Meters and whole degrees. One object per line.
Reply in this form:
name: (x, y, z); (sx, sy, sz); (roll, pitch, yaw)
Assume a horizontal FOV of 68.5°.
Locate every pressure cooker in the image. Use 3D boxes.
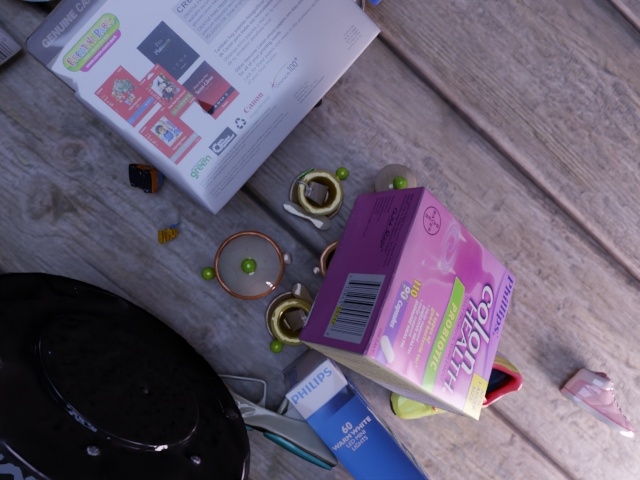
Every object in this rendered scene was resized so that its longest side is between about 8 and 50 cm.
pressure cooker: (-0.335, 0.287, 0.496); (0.420, 0.376, 0.370); (-50, 57, 4)

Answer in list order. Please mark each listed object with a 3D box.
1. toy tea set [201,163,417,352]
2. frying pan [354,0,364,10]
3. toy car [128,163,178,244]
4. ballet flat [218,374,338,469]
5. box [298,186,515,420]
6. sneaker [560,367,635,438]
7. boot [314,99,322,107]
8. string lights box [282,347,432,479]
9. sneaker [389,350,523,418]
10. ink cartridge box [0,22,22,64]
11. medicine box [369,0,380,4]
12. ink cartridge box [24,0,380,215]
toy tea set: (0.000, 0.000, 0.680); (0.200, 0.124, 0.336); (42, 84, -4)
frying pan: (-0.011, -0.450, 0.736); (0.198, 0.053, 0.325); (13, 89, -8)
toy car: (-0.249, -0.059, 0.708); (0.041, 0.060, 0.121); (-27, 114, -49)
ballet flat: (-0.079, 0.253, 0.690); (0.249, 0.086, 0.086); (24, 86, -4)
box: (0.127, 0.087, 0.623); (0.243, 0.117, 0.213); (37, 66, -34)
sneaker: (0.464, 0.258, 0.761); (0.134, 0.051, 0.070); (35, 90, 0)
boot: (-0.100, -0.292, 0.701); (0.176, 0.088, 0.244); (-27, 99, -7)
string lights box: (0.055, 0.277, 0.672); (0.077, 0.133, 0.259); (-39, 93, -6)
sneaker: (0.206, 0.221, 0.712); (0.209, 0.094, 0.081); (-18, 92, -5)
ink cartridge box: (-0.571, -0.300, 0.673); (0.181, 0.056, 0.224); (-42, 74, -6)
medicine box: (0.067, -0.549, 0.671); (0.289, 0.149, 0.263); (38, 73, -3)
ink cartridge box: (-0.135, -0.237, 0.590); (0.272, 0.130, 0.309); (43, 86, -15)
